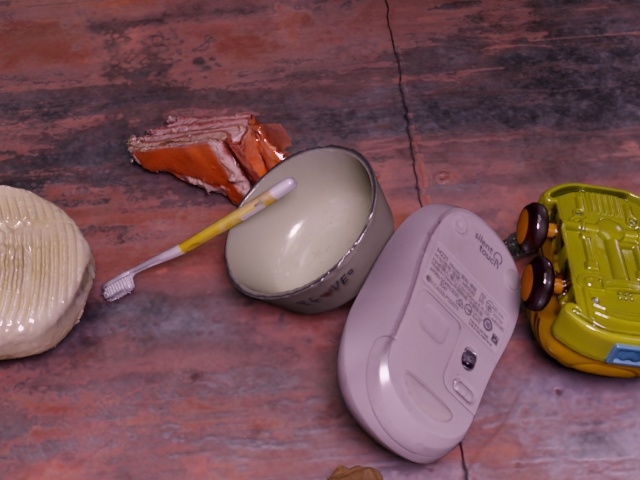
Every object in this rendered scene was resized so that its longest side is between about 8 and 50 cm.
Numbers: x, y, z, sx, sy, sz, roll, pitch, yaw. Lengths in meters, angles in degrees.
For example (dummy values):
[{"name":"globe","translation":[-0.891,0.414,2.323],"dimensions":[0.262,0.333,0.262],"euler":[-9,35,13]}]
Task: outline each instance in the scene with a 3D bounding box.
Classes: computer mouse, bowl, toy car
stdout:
[{"name":"computer mouse","translation":[0.113,0.102,0.997],"dimensions":[0.184,0.121,0.296],"euler":[39,52,-21]},{"name":"bowl","translation":[0.000,0.000,1.079],"dimensions":[0.212,0.112,0.211],"euler":[-20,51,26]},{"name":"toy car","translation":[0.311,0.054,1.019],"dimensions":[0.201,0.142,0.247],"euler":[10,46,-1]}]

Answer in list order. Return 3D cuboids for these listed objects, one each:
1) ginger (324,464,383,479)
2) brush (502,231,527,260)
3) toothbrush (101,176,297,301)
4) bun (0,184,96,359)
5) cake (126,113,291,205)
[{"name":"ginger","translation":[0.061,0.276,0.922],"dimensions":[0.165,0.067,0.096],"euler":[5,52,-8]},{"name":"brush","translation":[0.285,-0.015,1.147],"dimensions":[0.191,0.027,0.034],"euler":[-25,57,-15]},{"name":"toothbrush","translation":[-0.149,0.001,1.097],"dimensions":[0.288,0.021,0.024],"euler":[-29,64,16]},{"name":"bun","translation":[-0.385,0.050,1.080],"dimensions":[0.221,0.134,0.220],"euler":[12,59,-20]},{"name":"cake","translation":[-0.150,-0.110,1.224],"dimensions":[0.287,0.135,0.098],"euler":[15,58,39]}]
